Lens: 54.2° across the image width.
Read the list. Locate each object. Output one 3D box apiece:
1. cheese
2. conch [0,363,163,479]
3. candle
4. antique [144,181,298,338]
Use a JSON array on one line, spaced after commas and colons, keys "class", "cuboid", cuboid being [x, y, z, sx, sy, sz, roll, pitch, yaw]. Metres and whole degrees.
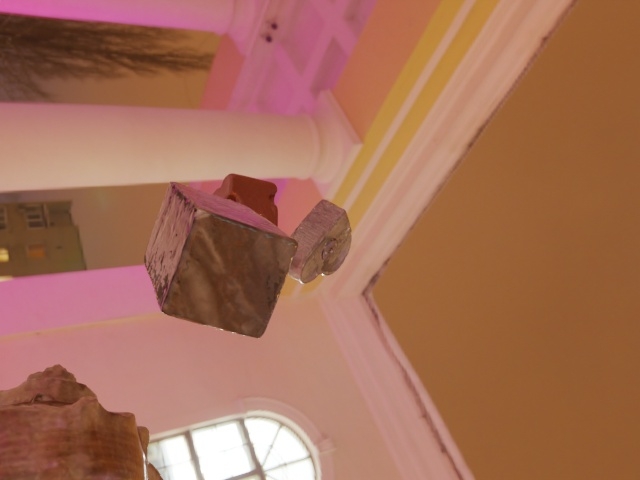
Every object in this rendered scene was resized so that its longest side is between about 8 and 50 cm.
[{"class": "cheese", "cuboid": [-0.186, -0.011, 1.257, 0.177, 0.128, 0.203, -12, -105, 48]}, {"class": "conch", "cuboid": [-0.239, 0.275, 0.474, 0.209, 0.297, 0.353, 6, -117, 25]}, {"class": "candle", "cuboid": [0.000, 0.000, 1.291, 0.068, 0.192, 0.169, 29, -66, 24]}, {"class": "antique", "cuboid": [-0.099, 0.008, 0.559, 0.086, 0.088, 0.183, -69, -157, 5]}]
